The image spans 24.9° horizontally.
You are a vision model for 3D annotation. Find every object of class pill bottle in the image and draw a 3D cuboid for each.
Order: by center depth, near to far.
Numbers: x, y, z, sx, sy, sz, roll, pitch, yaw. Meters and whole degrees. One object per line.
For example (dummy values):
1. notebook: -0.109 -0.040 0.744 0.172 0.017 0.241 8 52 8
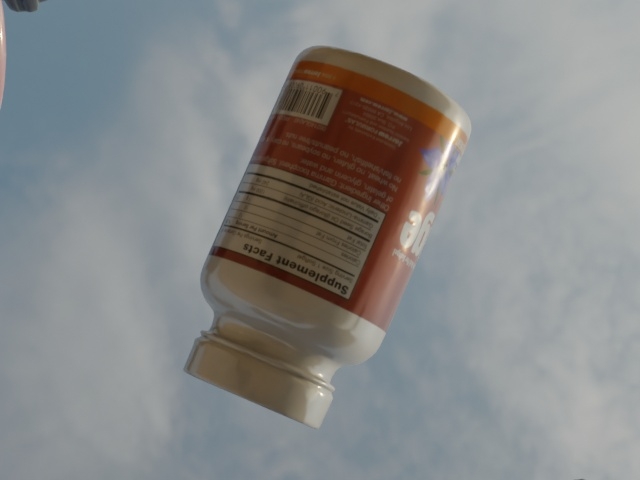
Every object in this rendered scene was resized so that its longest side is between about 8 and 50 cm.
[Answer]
1. pill bottle: 0.000 0.000 0.894 0.121 0.121 0.216 21 -96 22

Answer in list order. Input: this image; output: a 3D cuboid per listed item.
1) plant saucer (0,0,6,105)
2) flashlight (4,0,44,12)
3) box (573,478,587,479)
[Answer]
1. plant saucer: -0.365 -0.178 1.042 0.332 0.332 0.084 29 -142 27
2. flashlight: -0.225 -0.268 1.002 0.103 0.304 0.103 33 -105 8
3. box: 0.101 0.385 0.807 0.395 0.293 0.212 -40 -157 13
